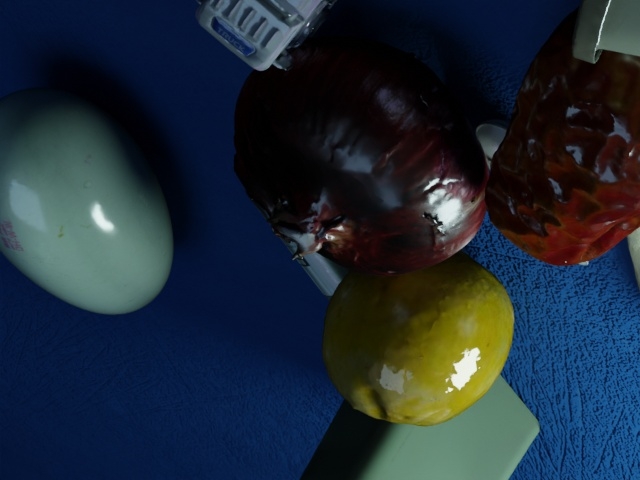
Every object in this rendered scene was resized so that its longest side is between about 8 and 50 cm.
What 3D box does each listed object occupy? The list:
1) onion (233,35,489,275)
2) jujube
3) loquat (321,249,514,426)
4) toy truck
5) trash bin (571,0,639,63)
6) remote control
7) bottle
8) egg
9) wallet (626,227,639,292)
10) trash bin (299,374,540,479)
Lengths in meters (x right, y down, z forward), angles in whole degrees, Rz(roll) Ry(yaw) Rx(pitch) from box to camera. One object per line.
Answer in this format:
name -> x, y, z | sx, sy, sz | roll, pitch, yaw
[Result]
onion -> 0.036, -0.082, 1.697 | 0.314, 0.232, 0.314 | 25, 145, 19
jujube -> 0.272, -0.095, 1.500 | 0.216, 0.216, 0.342 | 34, 149, 1
loquat -> 0.118, 0.105, 1.872 | 0.244, 0.244, 0.244 | 23, 145, 18
toy truck -> -0.017, -0.283, 1.507 | 0.124, 0.155, 0.268 | 39, 126, -4
trash bin -> 0.358, -0.238, 1.251 | 0.250, 0.220, 0.219 | 17, 145, 14
remote control -> 0.239, -0.056, 1.727 | 0.073, 0.044, 0.229 | 15, 150, 45
bottle -> 0.000, 0.000, 1.978 | 0.254, 0.079, 0.096 | 52, -179, -23
egg -> -0.324, -0.044, 2.068 | 0.230, 0.230, 0.371 | 5, 142, 37
wallet -> 0.474, 0.073, 1.654 | 0.335, 0.068, 0.275 | 10, 137, 31
trash bin -> 0.107, 0.307, 2.024 | 0.158, 0.343, 0.223 | -10, 127, 51
